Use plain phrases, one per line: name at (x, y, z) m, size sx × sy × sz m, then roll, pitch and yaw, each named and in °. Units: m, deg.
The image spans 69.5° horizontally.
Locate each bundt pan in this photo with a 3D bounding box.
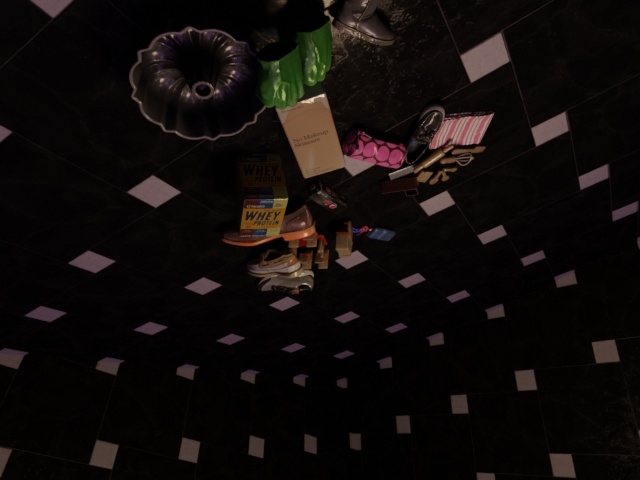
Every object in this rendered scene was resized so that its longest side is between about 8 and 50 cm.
bundt pan at (-0.294, -0.408, 1.134) m, size 0.331 × 0.124 × 0.330 m, roll -10°, pitch 149°, yaw -6°

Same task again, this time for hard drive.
hard drive at (0.323, -0.249, 1.705) m, size 0.135 × 0.022 × 0.094 m, roll -19°, pitch 148°, yaw 11°

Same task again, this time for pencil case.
pencil case at (0.184, -0.300, 1.516) m, size 0.210 × 0.095 × 0.098 m, roll 6°, pitch 123°, yaw -32°

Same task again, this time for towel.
towel at (0.476, -0.370, 1.563) m, size 0.197 × 0.029 × 0.144 m, roll -8°, pitch 149°, yaw -9°
towel at (0.266, -0.031, 2.023) m, size 0.120 × 0.029 × 0.067 m, roll 11°, pitch 141°, yaw -32°

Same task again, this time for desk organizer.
desk organizer at (0.293, -0.192, 1.699) m, size 0.130 × 0.050 × 0.047 m, roll -6°, pitch 151°, yaw 21°

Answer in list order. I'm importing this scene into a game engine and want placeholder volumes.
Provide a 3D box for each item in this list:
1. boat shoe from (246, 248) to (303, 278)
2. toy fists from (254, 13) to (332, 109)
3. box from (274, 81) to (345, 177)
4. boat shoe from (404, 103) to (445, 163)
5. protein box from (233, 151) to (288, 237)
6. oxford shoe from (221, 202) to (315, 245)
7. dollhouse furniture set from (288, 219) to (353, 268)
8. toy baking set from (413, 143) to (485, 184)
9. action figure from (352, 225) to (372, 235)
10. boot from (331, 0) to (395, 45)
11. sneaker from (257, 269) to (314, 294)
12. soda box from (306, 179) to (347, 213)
boat shoe at (-0.201, 0.088, 1.929) m, size 0.303 × 0.113 × 0.103 m, roll -2°, pitch 116°, yaw 38°
toy fists at (-0.060, -0.421, 1.104) m, size 0.096 × 0.279 × 0.142 m, roll 19°, pitch 142°, yaw 24°
box at (-0.030, -0.335, 1.346) m, size 0.148 × 0.121 × 0.311 m, roll -16°, pitch 148°, yaw 7°
boat shoe at (0.332, -0.338, 1.502) m, size 0.080 × 0.076 × 0.228 m, roll 20°, pitch 143°, yaw -11°
protein box at (-0.201, -0.147, 1.507) m, size 0.136 × 0.199 × 0.201 m, roll -2°, pitch 146°, yaw -17°
oxford shoe at (-0.208, -0.069, 1.743) m, size 0.364 × 0.130 × 0.132 m, roll -9°, pitch 116°, yaw 6°
dollhouse furniture set at (0.000, 0.000, 1.904) m, size 0.259 × 0.135 × 0.262 m, roll -2°, pitch 151°, yaw 15°
toy baking set at (0.457, -0.286, 1.669) m, size 0.256 × 0.030 × 0.197 m, roll -37°, pitch 151°, yaw 32°
action figure at (0.164, -0.043, 1.970) m, size 0.115 × 0.030 × 0.038 m, roll -7°, pitch 143°, yaw -13°
boot at (0.140, -0.579, 1.084) m, size 0.190 × 0.076 × 0.208 m, roll 3°, pitch 138°, yaw -28°
sneaker at (-0.161, 0.206, 2.172) m, size 0.272 × 0.107 × 0.100 m, roll -9°, pitch 150°, yaw -4°
soda box at (0.024, -0.160, 1.708) m, size 0.060 × 0.053 × 0.169 m, roll -30°, pitch 144°, yaw 27°
